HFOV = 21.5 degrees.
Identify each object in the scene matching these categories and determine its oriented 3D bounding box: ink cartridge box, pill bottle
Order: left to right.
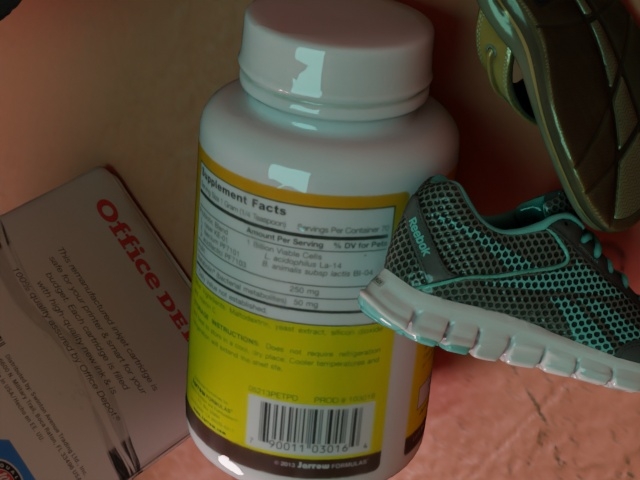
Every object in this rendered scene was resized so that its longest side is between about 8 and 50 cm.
[{"bbox_3d":[-0.153,0.070,0.851,0.086,0.203,0.148,-36,87,40],"label":"ink cartridge box"},{"bbox_3d":[0.000,0.000,0.771,0.117,0.117,0.215,19,119,27],"label":"pill bottle"}]

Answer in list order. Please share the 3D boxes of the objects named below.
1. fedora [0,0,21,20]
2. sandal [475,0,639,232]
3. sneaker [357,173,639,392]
[{"bbox_3d":[-0.219,-0.257,0.783,0.334,0.152,0.334,16,125,24],"label":"fedora"},{"bbox_3d":[0.090,-0.087,0.709,0.049,0.072,0.180,-27,92,54],"label":"sandal"},{"bbox_3d":[0.102,0.018,0.711,0.065,0.166,0.076,-151,76,-71],"label":"sneaker"}]
